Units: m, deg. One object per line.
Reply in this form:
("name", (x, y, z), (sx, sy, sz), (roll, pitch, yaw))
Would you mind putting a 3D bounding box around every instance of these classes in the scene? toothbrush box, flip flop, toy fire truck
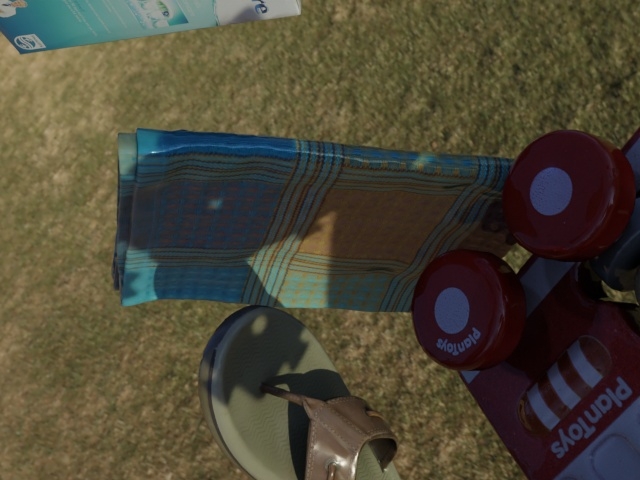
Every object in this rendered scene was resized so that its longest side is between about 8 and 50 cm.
("toothbrush box", (-0.169, -0.315, 0.733), (0.295, 0.126, 0.216), (-6, 64, 12))
("flip flop", (0.019, 0.159, 0.540), (0.080, 0.277, 0.112), (-17, 19, 45))
("toy fire truck", (0.235, 0.068, 0.599), (0.302, 0.169, 0.254), (-55, 47, 28))

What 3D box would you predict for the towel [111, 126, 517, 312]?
("towel", (0.000, 0.000, 0.707), (0.271, 0.370, 0.040), (116, 155, -57))
